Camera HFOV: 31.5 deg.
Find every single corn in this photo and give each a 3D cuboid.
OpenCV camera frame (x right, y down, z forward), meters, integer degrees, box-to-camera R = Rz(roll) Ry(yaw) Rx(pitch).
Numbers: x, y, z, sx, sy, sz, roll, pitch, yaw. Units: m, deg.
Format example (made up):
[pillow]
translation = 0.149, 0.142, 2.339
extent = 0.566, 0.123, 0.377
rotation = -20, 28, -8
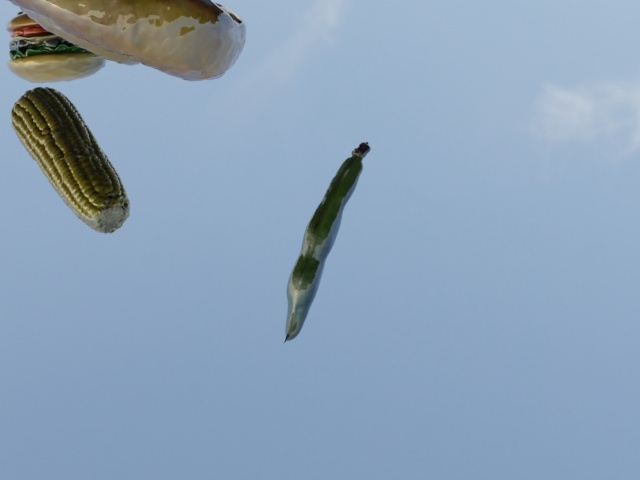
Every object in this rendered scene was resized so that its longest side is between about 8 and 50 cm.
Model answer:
[corn]
translation = -0.296, -0.100, 1.353
extent = 0.080, 0.080, 0.231
rotation = -25, -127, -24

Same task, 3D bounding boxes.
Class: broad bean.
[broad bean]
translation = -0.001, 0.000, 1.546
extent = 0.043, 0.297, 0.060
rotation = 23, -175, 23

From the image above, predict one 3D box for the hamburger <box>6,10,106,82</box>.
[hamburger]
translation = -0.408, -0.302, 1.752
extent = 0.162, 0.115, 0.162
rotation = -5, -173, 1

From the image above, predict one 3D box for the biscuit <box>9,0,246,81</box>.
[biscuit]
translation = -0.180, -0.210, 1.042
extent = 0.213, 0.091, 0.274
rotation = 29, -172, 25

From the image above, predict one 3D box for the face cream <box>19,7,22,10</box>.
[face cream]
translation = -0.510, -0.478, 2.368
extent = 0.071, 0.144, 0.291
rotation = -5, 176, 30
